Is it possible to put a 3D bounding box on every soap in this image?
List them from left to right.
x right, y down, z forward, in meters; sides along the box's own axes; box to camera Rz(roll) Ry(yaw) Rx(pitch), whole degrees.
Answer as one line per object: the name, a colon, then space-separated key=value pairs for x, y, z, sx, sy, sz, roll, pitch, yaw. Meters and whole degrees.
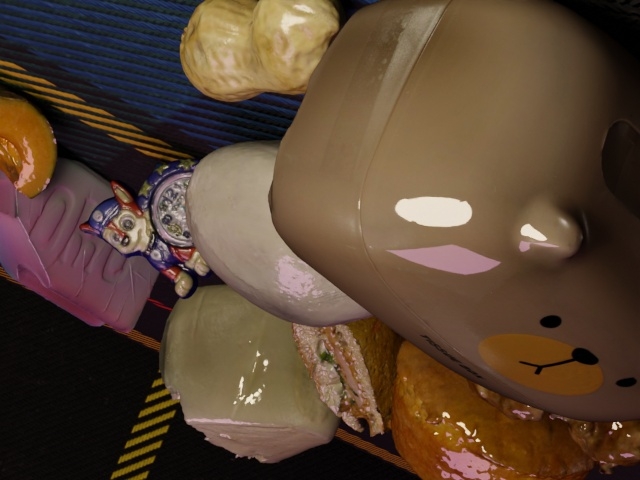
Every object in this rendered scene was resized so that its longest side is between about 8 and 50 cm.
soap: x=-0.385 y=-0.013 z=2.205 sx=0.109 sy=0.193 sz=0.324 roll=7 pitch=158 yaw=42

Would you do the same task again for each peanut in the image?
peanut: x=-0.050 y=-0.177 z=1.299 sx=0.103 sy=0.098 sz=0.229 roll=0 pitch=179 yaw=-38

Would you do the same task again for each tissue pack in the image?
tissue pack: x=0.174 y=-0.020 z=1.163 sx=0.277 sy=0.267 sz=0.387 roll=7 pitch=157 yaw=44

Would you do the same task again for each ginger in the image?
ginger: x=0.323 y=0.154 z=1.685 sx=0.357 sy=0.152 sz=0.274 roll=22 pitch=-167 yaw=12

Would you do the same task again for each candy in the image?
candy: x=-0.026 y=-0.003 z=1.676 sx=0.295 sy=0.185 sz=0.295 roll=17 pitch=159 yaw=7

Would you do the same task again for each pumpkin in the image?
pumpkin: x=-0.457 y=-0.180 z=1.961 sx=0.254 sy=0.149 sz=0.130 roll=29 pitch=-152 yaw=-37

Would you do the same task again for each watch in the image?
watch: x=-0.181 y=-0.026 z=1.950 sx=0.196 sy=0.171 sz=0.200 roll=34 pitch=178 yaw=7

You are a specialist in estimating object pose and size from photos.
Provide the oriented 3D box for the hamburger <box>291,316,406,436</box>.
hamburger: x=0.054 y=0.159 z=2.188 sx=0.144 sy=0.156 sz=0.283 roll=8 pitch=136 yaw=29

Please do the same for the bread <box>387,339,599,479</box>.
bread: x=0.238 y=0.217 z=1.885 sx=0.312 sy=0.312 sz=0.172 roll=22 pitch=123 yaw=6

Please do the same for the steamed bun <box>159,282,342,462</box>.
steamed bun: x=-0.111 y=0.200 z=2.316 sx=0.272 sy=0.290 sz=0.273 roll=8 pitch=160 yaw=-41
